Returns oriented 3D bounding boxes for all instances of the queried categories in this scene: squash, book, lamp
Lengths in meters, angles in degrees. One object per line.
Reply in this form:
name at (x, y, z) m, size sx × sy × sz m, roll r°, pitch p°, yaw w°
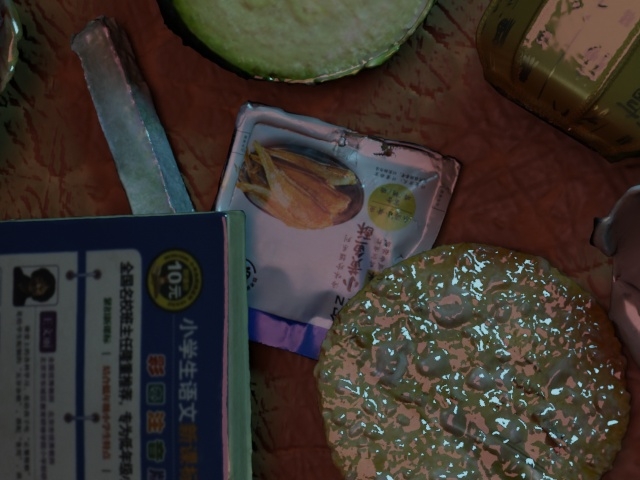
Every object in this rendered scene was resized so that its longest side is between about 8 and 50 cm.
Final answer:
squash at (-0.013, -0.221, 1.138) m, size 0.220 × 0.133 × 0.220 m, roll 3°, pitch 115°, yaw 6°
book at (-0.252, 0.132, 1.202) m, size 0.428 × 0.039 × 0.300 m, roll -1°, pitch 86°, yaw 22°
lamp at (0.201, -0.153, 1.049) m, size 0.161 × 0.161 × 0.185 m, roll 37°, pitch 99°, yaw 15°

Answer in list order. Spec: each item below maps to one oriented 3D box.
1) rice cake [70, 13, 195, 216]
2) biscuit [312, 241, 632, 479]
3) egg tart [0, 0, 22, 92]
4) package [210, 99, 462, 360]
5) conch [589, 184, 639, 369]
rice cake at (-0.136, -0.070, 1.202) m, size 0.043 × 0.034 × 0.211 m, roll -24°, pitch 81°, yaw 22°
biscuit at (0.104, 0.105, 1.098) m, size 0.220 × 0.033 × 0.219 m, roll -1°, pitch 76°, yaw 2°
egg tart at (-0.366, -0.151, 1.234) m, size 0.297 × 0.132 × 0.297 m, roll 2°, pitch 101°, yaw 12°
package at (0.000, 0.000, 1.156) m, size 0.171 × 0.027 × 0.173 m, roll 15°, pitch 87°, yaw 10°
conch at (0.300, 0.069, 1.008) m, size 0.149 × 0.183 × 0.275 m, roll -19°, pitch 87°, yaw -17°
